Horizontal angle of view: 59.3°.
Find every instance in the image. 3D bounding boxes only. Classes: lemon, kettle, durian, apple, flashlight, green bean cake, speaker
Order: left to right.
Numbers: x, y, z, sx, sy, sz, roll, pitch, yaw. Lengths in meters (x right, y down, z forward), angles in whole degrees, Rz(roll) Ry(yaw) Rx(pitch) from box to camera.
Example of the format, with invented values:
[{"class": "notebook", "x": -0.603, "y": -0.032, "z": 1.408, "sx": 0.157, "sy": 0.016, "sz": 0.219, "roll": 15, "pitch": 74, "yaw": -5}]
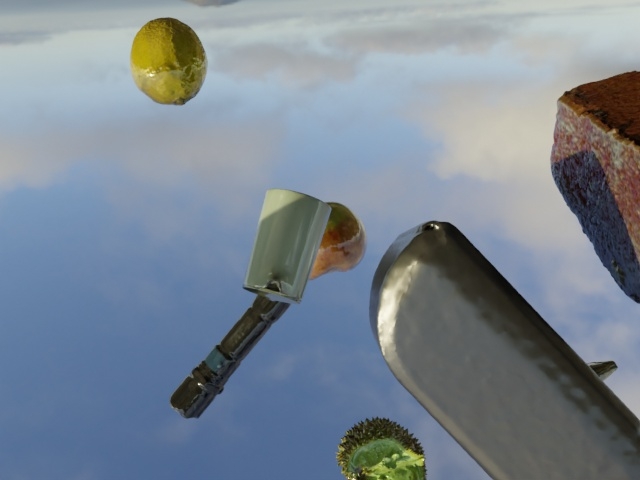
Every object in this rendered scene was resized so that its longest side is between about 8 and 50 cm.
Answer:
[{"class": "lemon", "x": -0.163, "y": -0.194, "z": 0.604, "sx": 0.082, "sy": 0.082, "sz": 0.111, "roll": -8, "pitch": -125, "yaw": -10}, {"class": "flashlight", "x": -0.236, "y": 0.289, "z": 1.500, "sx": 0.424, "sy": 0.103, "sz": 0.103, "roll": -50, "pitch": -148, "yaw": -2}, {"class": "kettle", "x": -0.057, "y": 0.011, "z": 0.814, "sx": 0.098, "sy": 0.148, "sz": 0.127, "roll": 22, "pitch": 167, "yaw": -34}, {"class": "apple", "x": 0.000, "y": 0.000, "z": 1.467, "sx": 0.261, "sy": 0.194, "sz": 0.261, "roll": -13, "pitch": 179, "yaw": 0}, {"class": "durian", "x": 0.155, "y": 0.563, "z": 1.459, "sx": 0.237, "sy": 0.200, "sz": 0.176, "roll": 31, "pitch": 166, "yaw": -15}, {"class": "speaker", "x": 0.167, "y": 0.178, "z": 0.532, "sx": 0.184, "sy": 0.388, "sz": 0.180, "roll": -42, "pitch": 177, "yaw": -1}, {"class": "green bean cake", "x": 0.315, "y": -0.073, "z": 0.545, "sx": 0.097, "sy": 0.198, "sz": 0.233, "roll": -12, "pitch": -134, "yaw": 3}]

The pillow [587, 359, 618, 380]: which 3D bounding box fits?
[{"class": "pillow", "x": 0.371, "y": 0.272, "z": 0.971, "sx": 0.208, "sy": 0.052, "sz": 0.212, "roll": -16, "pitch": 161, "yaw": -24}]
